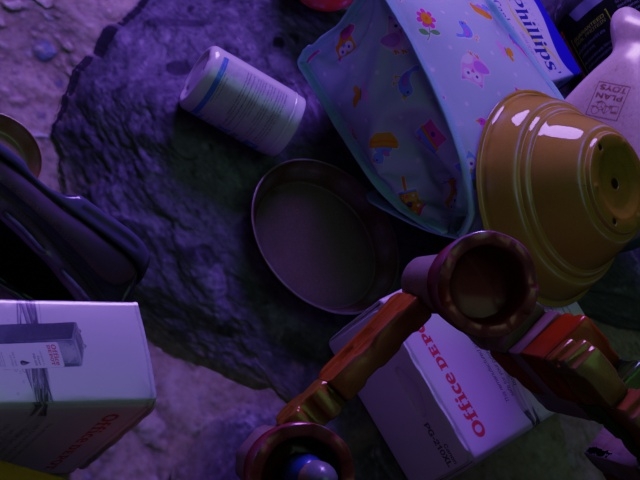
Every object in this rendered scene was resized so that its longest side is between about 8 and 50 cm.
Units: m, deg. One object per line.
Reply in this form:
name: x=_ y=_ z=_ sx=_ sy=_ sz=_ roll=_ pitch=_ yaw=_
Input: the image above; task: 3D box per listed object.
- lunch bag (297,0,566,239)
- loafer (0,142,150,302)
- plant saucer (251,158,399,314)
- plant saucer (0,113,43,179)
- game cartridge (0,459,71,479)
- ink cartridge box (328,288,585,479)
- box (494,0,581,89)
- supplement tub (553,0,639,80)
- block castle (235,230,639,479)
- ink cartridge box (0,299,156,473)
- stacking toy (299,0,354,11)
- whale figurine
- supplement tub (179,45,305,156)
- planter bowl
lunch bag: x=0.136 y=-0.118 z=1.529 sx=0.223 sy=0.160 sz=0.262 roll=-10 pitch=65 yaw=-51
loafer: x=-0.280 y=-0.019 z=1.229 sx=0.302 sy=0.109 sz=0.095 roll=31 pitch=54 yaw=-21
plant saucer: x=0.000 y=0.000 z=1.466 sx=0.168 sy=0.029 sz=0.168 roll=17 pitch=56 yaw=-27
plant saucer: x=-0.284 y=-0.073 z=1.316 sx=0.083 sy=0.015 sz=0.083 roll=17 pitch=56 yaw=-27
game cartridge: x=-0.160 y=0.335 z=1.046 sx=0.285 sy=0.052 sz=0.323 roll=15 pitch=62 yaw=-2
ink cartridge box: x=0.149 y=0.112 z=1.455 sx=0.237 sy=0.100 sz=0.172 roll=-23 pitch=79 yaw=-42
box: x=0.205 y=-0.215 z=1.712 sx=0.137 sy=0.072 sz=0.126 roll=-18 pitch=76 yaw=-42
supplement tub: x=0.409 y=-0.219 z=1.769 sx=0.207 sy=0.207 sz=0.338 roll=-14 pitch=73 yaw=-40
block castle: x=0.177 y=0.237 z=1.233 sx=0.303 sy=0.213 sz=0.453 roll=-45 pitch=99 yaw=-11
ink cartridge box: x=-0.255 y=0.113 z=1.127 sx=0.218 sy=0.158 sz=0.092 roll=5 pitch=61 yaw=-34
stacking toy: x=0.072 y=-0.356 z=1.678 sx=0.141 sy=0.141 sz=0.330 roll=45 pitch=54 yaw=-4
whale figurine: x=0.334 y=-0.115 z=1.646 sx=0.141 sy=0.216 sz=0.272 roll=30 pitch=78 yaw=-52
supplement tub: x=-0.076 y=-0.135 z=1.464 sx=0.107 sy=0.071 sz=0.071 roll=30 pitch=50 yaw=-18
planter bowl: x=0.251 y=-0.048 z=1.451 sx=0.217 sy=0.090 sz=0.217 roll=12 pitch=73 yaw=-45
